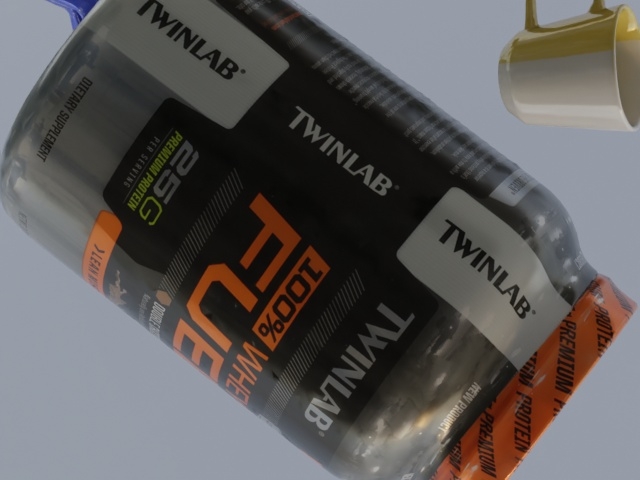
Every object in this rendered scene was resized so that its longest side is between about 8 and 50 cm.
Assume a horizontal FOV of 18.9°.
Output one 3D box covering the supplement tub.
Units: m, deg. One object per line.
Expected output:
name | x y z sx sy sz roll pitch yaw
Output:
supplement tub | 0.000 0.000 1.107 0.338 0.207 0.207 37 -97 9

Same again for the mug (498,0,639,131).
mug | 0.124 -0.090 0.953 0.064 0.062 0.078 -4 -114 24

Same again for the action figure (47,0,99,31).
action figure | -0.190 -0.229 1.366 0.280 0.091 0.139 32 -94 -21
